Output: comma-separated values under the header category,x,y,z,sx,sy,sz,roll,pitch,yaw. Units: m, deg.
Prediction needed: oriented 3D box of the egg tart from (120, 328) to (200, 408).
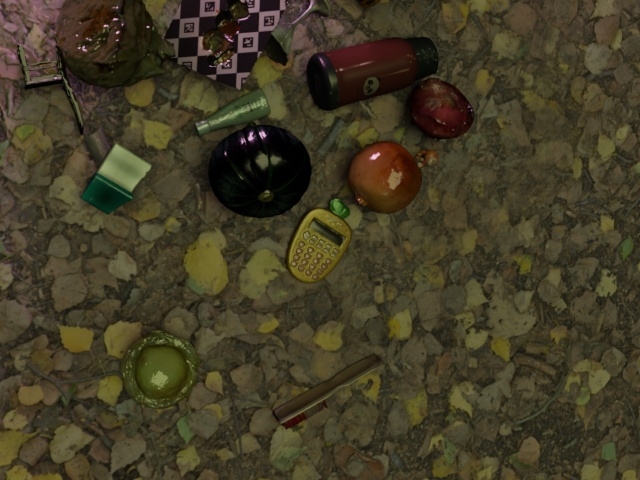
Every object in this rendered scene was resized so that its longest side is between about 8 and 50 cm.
category,x,y,z,sx,sy,sz,roll,pitch,yaw
egg tart,-0.390,0.309,1.809,0.197,0.078,0.197,-1,95,-16

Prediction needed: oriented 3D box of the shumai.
category,x,y,z,sx,sy,sz,roll,pitch,yaw
shumai,-0.452,-0.438,1.676,0.218,0.189,0.256,30,59,-60

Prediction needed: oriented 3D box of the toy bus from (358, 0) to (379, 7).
category,x,y,z,sx,sy,sz,roll,pitch,yaw
toy bus,0.168,-0.698,1.885,0.331,0.145,0.151,-32,105,-15

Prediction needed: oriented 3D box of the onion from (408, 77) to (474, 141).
category,x,y,z,sx,sy,sz,roll,pitch,yaw
onion,0.308,-0.331,1.972,0.183,0.147,0.184,13,47,-14

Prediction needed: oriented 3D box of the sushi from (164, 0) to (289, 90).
category,x,y,z,sx,sy,sz,roll,pitch,yaw
sushi,-0.220,-0.519,1.787,0.264,0.050,0.290,25,87,16

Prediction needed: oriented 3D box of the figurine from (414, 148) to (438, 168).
category,x,y,z,sx,sy,sz,roll,pitch,yaw
figurine,0.267,-0.211,2.004,0.109,0.064,0.047,-29,81,-24

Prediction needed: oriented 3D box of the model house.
category,x,y,z,sx,sy,sz,roll,pitch,yaw
model house,-0.471,-0.135,1.720,0.100,0.127,0.149,34,80,-18

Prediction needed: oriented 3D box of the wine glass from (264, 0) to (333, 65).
category,x,y,z,sx,sy,sz,roll,pitch,yaw
wine glass,-0.065,-0.534,1.839,0.122,0.122,0.183,46,77,-16

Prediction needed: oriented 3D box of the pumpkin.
category,x,y,z,sx,sy,sz,roll,pitch,yaw
pumpkin,-0.149,-0.185,1.797,0.248,0.248,0.248,-1,95,-19

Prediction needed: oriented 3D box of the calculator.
category,x,y,z,sx,sy,sz,roll,pitch,yaw
calculator,0.000,0.000,1.942,0.146,0.032,0.235,32,85,-18

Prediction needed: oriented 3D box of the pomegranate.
category,x,y,z,sx,sy,sz,roll,pitch,yaw
pomegranate,0.162,-0.160,1.912,0.191,0.191,0.191,-1,95,-19

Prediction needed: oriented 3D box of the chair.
category,x,y,z,sx,sy,sz,roll,pitch,yaw
chair,-0.607,-0.334,1.683,0.101,0.084,0.213,-14,98,-21

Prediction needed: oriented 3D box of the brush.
category,x,y,z,sx,sy,sz,roll,pitch,yaw
brush,0.028,0.399,1.969,0.321,0.060,0.050,-28,115,-15

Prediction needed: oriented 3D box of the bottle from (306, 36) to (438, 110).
category,x,y,z,sx,sy,sz,roll,pitch,yaw
bottle,0.142,-0.433,1.901,0.336,0.144,0.144,-17,99,-18

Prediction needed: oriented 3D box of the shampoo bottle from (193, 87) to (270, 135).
category,x,y,z,sx,sy,sz,roll,pitch,yaw
shampoo bottle,-0.219,-0.309,1.838,0.190,0.041,0.069,-25,107,-15
